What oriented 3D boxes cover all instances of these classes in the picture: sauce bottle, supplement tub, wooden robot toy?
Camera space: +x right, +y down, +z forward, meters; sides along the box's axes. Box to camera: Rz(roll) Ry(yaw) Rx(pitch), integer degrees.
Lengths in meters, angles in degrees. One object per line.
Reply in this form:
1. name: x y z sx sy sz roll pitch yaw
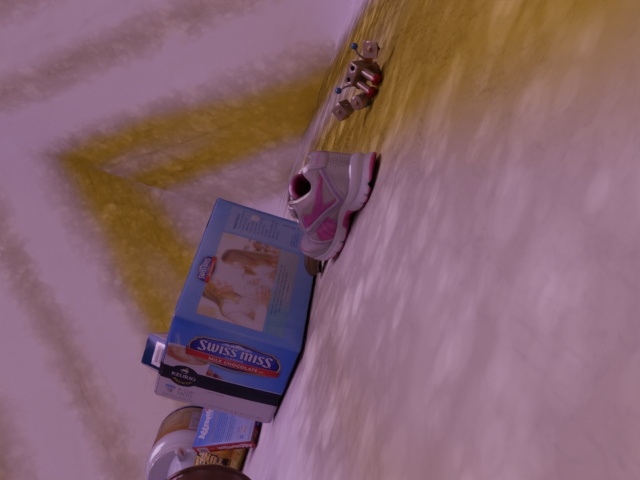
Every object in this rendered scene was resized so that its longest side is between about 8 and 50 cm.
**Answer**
1. sauce bottle: -0.242 0.540 1.631 0.111 0.112 0.344 -125 51 -82
2. supplement tub: -0.386 0.637 2.068 0.316 0.229 0.228 -120 47 -81
3. wooden robot toy: 0.087 -0.295 1.291 0.079 0.076 0.173 -29 -30 -44

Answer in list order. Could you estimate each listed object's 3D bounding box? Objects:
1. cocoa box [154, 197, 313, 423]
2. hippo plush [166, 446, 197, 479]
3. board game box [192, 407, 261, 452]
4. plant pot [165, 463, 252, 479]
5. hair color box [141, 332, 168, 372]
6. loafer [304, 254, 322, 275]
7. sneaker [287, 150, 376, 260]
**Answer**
1. cocoa box: -0.152 0.127 1.362 0.347 0.232 0.227 -81 10 -50
2. hippo plush: -0.351 0.671 1.836 0.236 0.294 0.234 -52 -39 -13
3. board game box: -0.185 0.338 1.574 0.281 0.145 0.027 -79 -29 -46
4. plant pot: -0.173 0.460 1.065 0.165 0.167 0.166 -102 28 -60
5. hair color box: -0.381 0.366 2.245 0.347 0.174 0.105 11 -84 -60
6. loafer: 0.000 0.000 1.238 0.056 0.050 0.147 -76 -9 -56
7. sneaker: 0.000 -0.062 1.097 0.252 0.111 0.102 115 170 -52
